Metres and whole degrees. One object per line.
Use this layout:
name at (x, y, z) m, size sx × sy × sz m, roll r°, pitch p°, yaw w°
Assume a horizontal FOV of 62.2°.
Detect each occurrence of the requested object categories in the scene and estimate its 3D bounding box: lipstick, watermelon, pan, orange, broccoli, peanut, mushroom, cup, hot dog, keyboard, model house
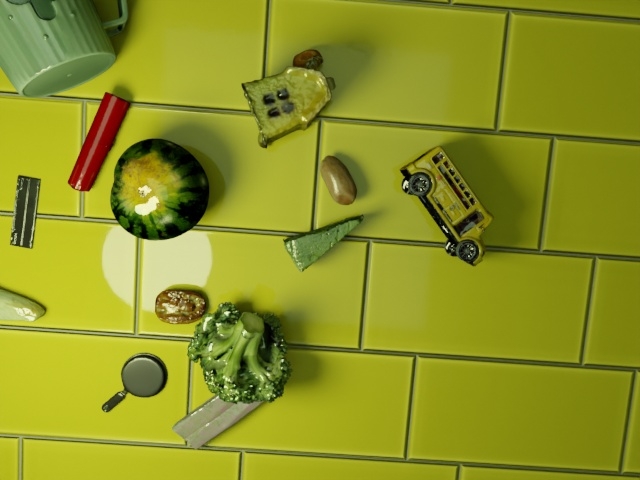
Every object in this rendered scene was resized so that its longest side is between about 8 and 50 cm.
lipstick at (-0.614, -0.268, 1.464) m, size 0.073 × 0.073 × 0.280 m, roll 26°, pitch 95°, yaw -4°
watermelon at (-0.421, -0.132, 1.394) m, size 0.268 × 0.269 × 0.269 m, roll 0°, pitch 97°, yaw -1°
pan at (-0.558, 0.433, 1.564) m, size 0.235 × 0.028 × 0.136 m, roll -41°, pitch 95°, yaw 4°
orange at (-0.035, -0.482, 1.451) m, size 0.086 × 0.062 × 0.086 m, roll -7°, pitch 55°, yaw 10°
broccoli at (-0.213, 0.300, 1.457) m, size 0.288 × 0.235 × 0.260 m, roll 19°, pitch 102°, yaw -10°
peanut at (0.050, -0.168, 1.483) m, size 0.076 × 0.076 × 0.152 m, roll -28°, pitch 91°, yaw 2°
mushroom at (-0.960, 0.170, 1.503) m, size 0.333 × 0.087 × 0.107 m, roll 25°, pitch 95°, yaw -6°
cup at (-0.682, -0.609, 1.313) m, size 0.400 × 0.310 × 0.392 m, roll -25°, pitch 101°, yaw 4°
hot dog at (-0.404, 0.190, 1.522) m, size 0.147 × 0.065 × 0.099 m, roll 6°, pitch 87°, yaw 0°
keyboard at (-0.843, -0.080, 1.511) m, size 0.067 × 0.011 × 0.202 m, roll 10°, pitch 96°, yaw -4°
model house at (-0.074, -0.357, 1.403) m, size 0.234 × 0.193 × 0.175 m, roll -16°, pitch 96°, yaw -2°

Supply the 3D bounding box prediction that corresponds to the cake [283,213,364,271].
cake at (0.020, 0.005, 1.488) m, size 0.235 × 0.100 × 0.099 m, roll -19°, pitch 98°, yaw 2°

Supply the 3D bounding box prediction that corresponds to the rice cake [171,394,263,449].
rice cake at (-0.287, 0.498, 1.565) m, size 0.298 × 0.050 × 0.106 m, roll -37°, pitch 95°, yaw 3°

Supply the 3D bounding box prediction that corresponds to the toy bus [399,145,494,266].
toy bus at (0.359, -0.092, 1.460) m, size 0.151 × 0.145 × 0.331 m, roll -37°, pitch 95°, yaw 2°
